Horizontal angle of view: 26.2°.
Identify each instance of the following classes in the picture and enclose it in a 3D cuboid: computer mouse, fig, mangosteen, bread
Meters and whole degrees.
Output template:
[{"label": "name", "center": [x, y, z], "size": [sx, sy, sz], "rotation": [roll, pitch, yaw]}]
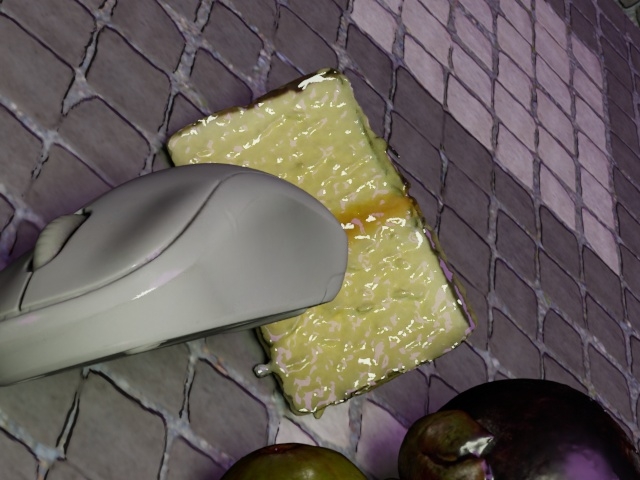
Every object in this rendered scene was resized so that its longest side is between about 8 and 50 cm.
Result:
[{"label": "computer mouse", "center": [-0.100, 0.012, 0.896], "size": [0.297, 0.184, 0.121], "rotation": [-7, 84, -55]}, {"label": "fig", "center": [-0.005, 0.248, 0.909], "size": [0.124, 0.124, 0.236], "rotation": [-33, 112, -59]}, {"label": "mangosteen", "center": [0.126, 0.211, 1.032], "size": [0.250, 0.211, 0.211], "rotation": [-9, 66, -27]}, {"label": "bread", "center": [0.000, 0.000, 1.130], "size": [0.142, 0.178, 0.266], "rotation": [65, -1, -81]}]
